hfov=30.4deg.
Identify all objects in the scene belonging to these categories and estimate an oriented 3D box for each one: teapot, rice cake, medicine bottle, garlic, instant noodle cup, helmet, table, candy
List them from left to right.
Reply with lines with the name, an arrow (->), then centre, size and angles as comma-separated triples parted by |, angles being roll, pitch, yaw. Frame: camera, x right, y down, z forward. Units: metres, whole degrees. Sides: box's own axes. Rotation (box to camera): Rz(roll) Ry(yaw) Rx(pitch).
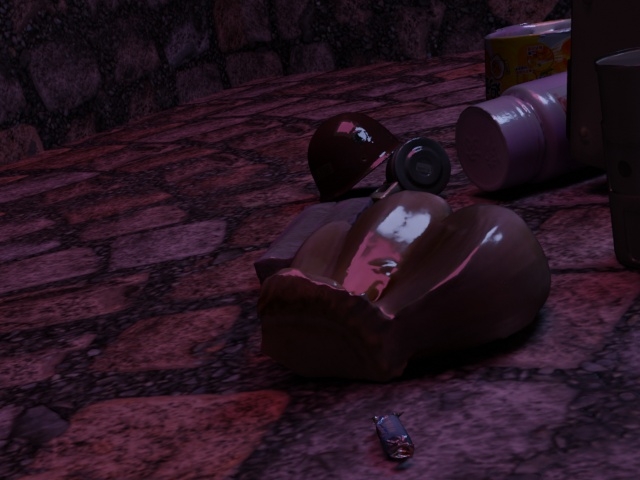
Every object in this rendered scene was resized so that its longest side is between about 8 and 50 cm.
rice cake -> -0.002, 0.001, 1.525 | 0.106, 0.050, 0.298 | -7, 15, 16
helmet -> 0.036, -0.142, 1.849 | 0.155, 0.106, 0.175 | -40, 3, -24
candy -> 0.060, 0.152, 0.926 | 0.030, 0.020, 0.083 | -14, 15, -7
teapot -> 0.123, -0.100, 1.764 | 0.124, 0.092, 0.091 | -9, -4, -21
garlic -> 0.090, 0.034, 1.173 | 0.279, 0.132, 0.325 | 7, 26, 29
medicine bottle -> 0.333, -0.163, 1.719 | 0.255, 0.152, 0.152 | -19, 16, -25
instant noodle cup -> 0.388, -0.259, 1.960 | 0.264, 0.200, 0.264 | -9, 15, 2
table -> 0.367, -0.091, 1.253 | 0.126, 0.220, 0.126 | -9, 15, 2

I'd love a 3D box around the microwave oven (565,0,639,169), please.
microwave oven -> 0.543, -0.271, 1.577 | 0.394, 0.333, 0.247 | -15, 26, -29
